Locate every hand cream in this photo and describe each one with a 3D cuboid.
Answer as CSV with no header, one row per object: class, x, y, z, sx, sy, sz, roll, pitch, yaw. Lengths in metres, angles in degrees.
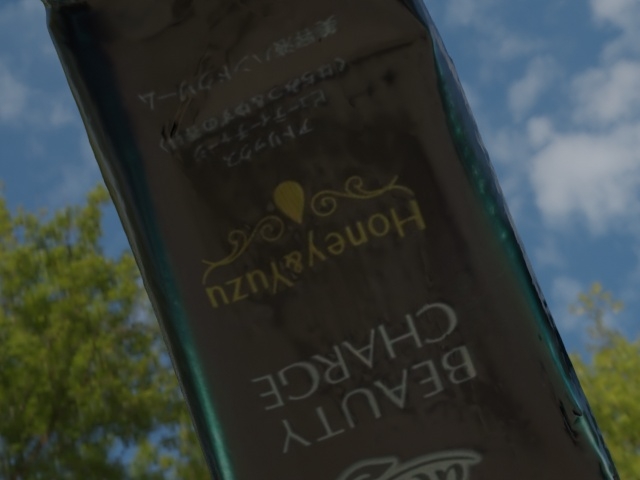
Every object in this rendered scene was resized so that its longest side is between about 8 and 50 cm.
hand cream,0.000,0.000,0.419,0.120,0.061,0.270,-21,-67,1
